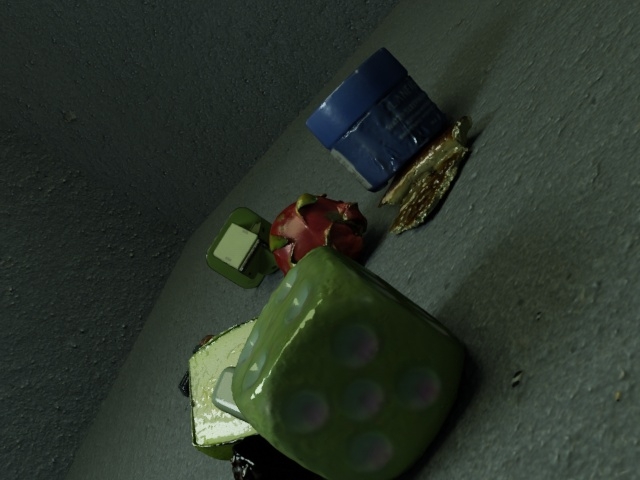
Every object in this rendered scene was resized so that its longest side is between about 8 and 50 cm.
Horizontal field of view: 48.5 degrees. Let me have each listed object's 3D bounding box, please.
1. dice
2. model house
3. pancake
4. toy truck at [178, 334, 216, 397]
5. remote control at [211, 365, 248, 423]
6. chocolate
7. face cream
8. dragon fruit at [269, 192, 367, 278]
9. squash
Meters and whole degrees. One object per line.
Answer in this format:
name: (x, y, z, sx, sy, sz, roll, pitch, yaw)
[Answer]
dice: (0.035, 0.175, 1.016, 0.250, 0.254, 0.252, -55, 15, 5)
model house: (-0.183, 0.041, 2.073, 0.218, 0.204, 0.278, -59, 23, -6)
pancake: (0.207, -0.128, 1.461, 0.258, 0.056, 0.212, -59, 16, -8)
toy truck: (-0.334, 0.363, 2.037, 0.192, 0.092, 0.083, -61, 16, -16)
remote control: (-0.077, 0.295, 1.242, 0.309, 0.038, 0.090, 10, 72, 39)
chocolate: (-0.081, 0.410, 1.189, 0.156, 0.156, 0.133, -141, 59, -74)
face cream: (0.127, -0.265, 1.586, 0.249, 0.225, 0.249, -44, 5, 5)
dragon fruit: (-0.005, 0.002, 1.584, 0.227, 0.224, 0.224, -18, 42, 63)
squash: (-0.094, 0.253, 1.341, 0.309, 0.210, 0.234, -47, 40, 43)
